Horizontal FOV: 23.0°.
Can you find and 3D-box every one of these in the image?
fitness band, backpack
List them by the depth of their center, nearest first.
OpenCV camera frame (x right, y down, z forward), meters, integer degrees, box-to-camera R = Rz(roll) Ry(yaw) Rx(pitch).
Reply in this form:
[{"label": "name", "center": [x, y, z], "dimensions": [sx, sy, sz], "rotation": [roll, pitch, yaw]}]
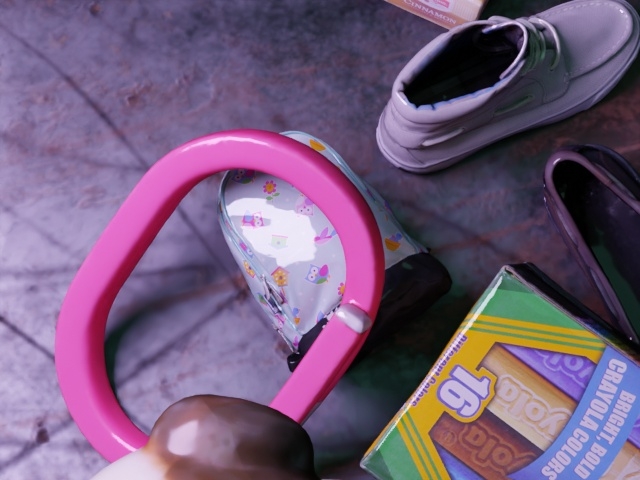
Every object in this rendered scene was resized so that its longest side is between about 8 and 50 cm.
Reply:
[{"label": "fitness band", "center": [-0.080, 0.055, 1.179], "dimensions": [0.209, 0.054, 0.291], "rotation": [39, 108, 8]}, {"label": "backpack", "center": [0.000, 0.000, 1.242], "dimensions": [0.152, 0.115, 0.182], "rotation": [-35, 74, -11]}]

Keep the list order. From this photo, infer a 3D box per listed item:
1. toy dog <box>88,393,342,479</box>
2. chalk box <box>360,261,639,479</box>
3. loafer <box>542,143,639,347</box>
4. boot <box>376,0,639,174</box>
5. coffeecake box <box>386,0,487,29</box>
[{"label": "toy dog", "center": [-0.063, 0.238, 1.006], "dimensions": [0.395, 0.408, 0.284], "rotation": [39, 74, 9]}, {"label": "chalk box", "center": [0.205, 0.170, 1.140], "dimensions": [0.289, 0.180, 0.179], "rotation": [38, 97, 10]}, {"label": "loafer", "center": [0.271, 0.049, 1.239], "dimensions": [0.109, 0.095, 0.302], "rotation": [-40, 74, 14]}, {"label": "boot", "center": [0.167, -0.145, 1.293], "dimensions": [0.258, 0.123, 0.095], "rotation": [-31, 76, -12]}, {"label": "coffeecake box", "center": [0.107, -0.292, 1.367], "dimensions": [0.142, 0.068, 0.185], "rotation": [25, 72, 5]}]
